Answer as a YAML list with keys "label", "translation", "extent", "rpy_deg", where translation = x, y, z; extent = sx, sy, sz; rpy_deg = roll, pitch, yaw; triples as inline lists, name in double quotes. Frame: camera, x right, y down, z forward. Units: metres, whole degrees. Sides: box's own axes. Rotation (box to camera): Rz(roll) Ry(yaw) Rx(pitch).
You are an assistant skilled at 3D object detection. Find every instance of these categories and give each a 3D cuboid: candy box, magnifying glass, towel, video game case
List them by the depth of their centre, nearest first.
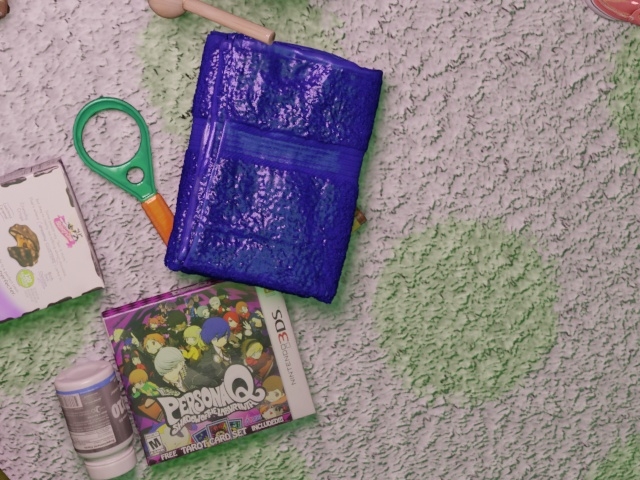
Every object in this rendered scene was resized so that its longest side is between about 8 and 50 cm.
- label: "candy box"
  translation: [-0.382, 0.008, 1.652]
  extent: [0.196, 0.070, 0.164]
  rpy_deg: [-19, 104, -6]
- label: "towel"
  translation: [-0.058, -0.089, 1.669]
  extent: [0.228, 0.076, 0.308]
  rpy_deg: [11, 93, -6]
- label: "magnifying glass"
  translation: [-0.227, -0.074, 1.692]
  extent: [0.092, 0.026, 0.231]
  rpy_deg: [-32, 104, -4]
- label: "video game case"
  translation: [-0.142, 0.158, 1.746]
  extent: [0.232, 0.042, 0.210]
  rpy_deg: [-16, 103, -7]

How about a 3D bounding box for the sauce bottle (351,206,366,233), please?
- label: "sauce bottle"
  translation: [0.000, 0.000, 1.741]
  extent: [0.128, 0.042, 0.042]
  rpy_deg: [-41, 106, -2]

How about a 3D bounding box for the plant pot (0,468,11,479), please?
- label: "plant pot"
  translation: [-0.500, 0.354, 1.584]
  extent: [0.366, 0.366, 0.353]
  rpy_deg: [-48, 118, 1]

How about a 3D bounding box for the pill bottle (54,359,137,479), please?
- label: "pill bottle"
  translation: [-0.282, 0.228, 1.714]
  extent: [0.078, 0.078, 0.137]
  rpy_deg: [-17, 105, -7]

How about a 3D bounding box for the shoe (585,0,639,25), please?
- label: "shoe"
  translation: [0.434, -0.302, 1.743]
  extent: [0.178, 0.081, 0.063]
  rpy_deg: [13, 99, -14]

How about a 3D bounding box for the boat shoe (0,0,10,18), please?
- label: "boat shoe"
  translation: [-0.392, -0.289, 1.589]
  extent: [0.183, 0.066, 0.066]
  rpy_deg: [-39, 108, -1]

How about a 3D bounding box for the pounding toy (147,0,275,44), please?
- label: "pounding toy"
  translation: [-0.084, -0.326, 1.615]
  extent: [0.183, 0.110, 0.237]
  rpy_deg: [22, 67, 11]
